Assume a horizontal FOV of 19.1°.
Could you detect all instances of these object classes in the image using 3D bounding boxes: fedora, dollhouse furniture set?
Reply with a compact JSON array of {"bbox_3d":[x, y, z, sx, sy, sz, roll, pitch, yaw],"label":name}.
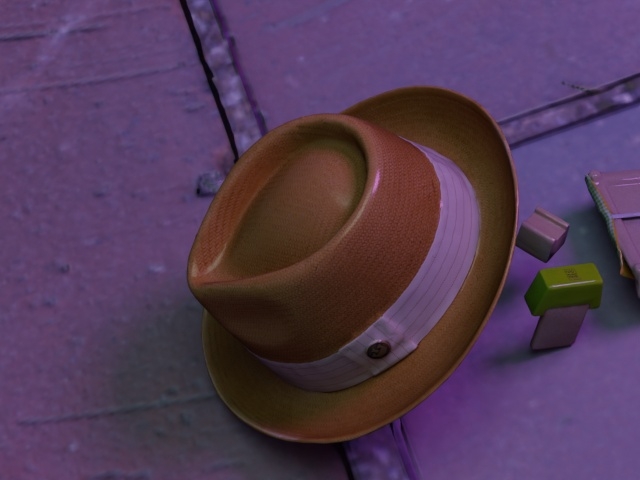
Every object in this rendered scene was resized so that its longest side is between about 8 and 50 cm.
[{"bbox_3d":[0.000,0.000,0.904,0.194,0.079,0.194,-21,54,33],"label":"fedora"},{"bbox_3d":[0.126,0.012,0.951,0.152,0.058,0.076,-6,49,-17],"label":"dollhouse furniture set"}]
